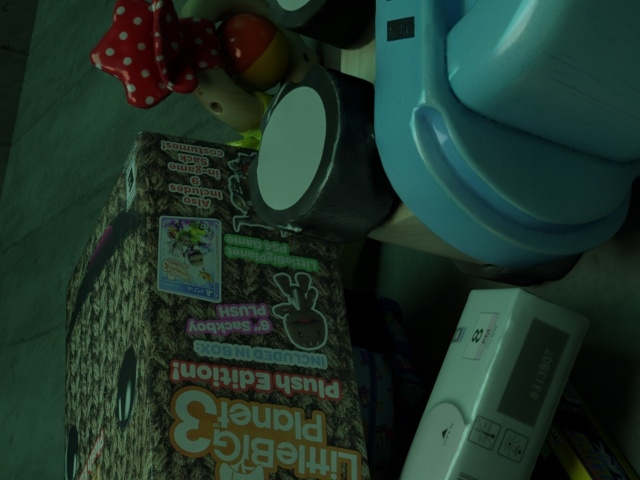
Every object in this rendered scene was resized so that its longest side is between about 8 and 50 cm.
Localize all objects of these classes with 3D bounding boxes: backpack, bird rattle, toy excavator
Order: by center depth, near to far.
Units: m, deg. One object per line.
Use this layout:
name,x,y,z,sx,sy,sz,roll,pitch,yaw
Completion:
toy excavator,0.174,-0.216,0.637,0.445,0.222,0.433,-23,59,51
backpack,0.011,0.139,0.849,0.173,0.116,0.158,-107,32,-48
bird rattle,-0.093,-0.171,1.088,0.143,0.253,0.207,-45,17,44

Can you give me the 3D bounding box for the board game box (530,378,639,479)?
board game box,0.140,0.187,0.675,0.141,0.048,0.170,-61,31,24

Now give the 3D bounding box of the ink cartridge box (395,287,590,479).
ink cartridge box,0.076,0.128,0.713,0.189,0.066,0.232,-67,13,-8

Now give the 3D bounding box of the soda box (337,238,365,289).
soda box,0.000,0.000,0.966,0.061,0.058,0.181,-20,46,57

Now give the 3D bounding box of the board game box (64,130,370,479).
board game box,-0.087,0.113,0.761,0.232,0.141,0.291,127,143,-49
